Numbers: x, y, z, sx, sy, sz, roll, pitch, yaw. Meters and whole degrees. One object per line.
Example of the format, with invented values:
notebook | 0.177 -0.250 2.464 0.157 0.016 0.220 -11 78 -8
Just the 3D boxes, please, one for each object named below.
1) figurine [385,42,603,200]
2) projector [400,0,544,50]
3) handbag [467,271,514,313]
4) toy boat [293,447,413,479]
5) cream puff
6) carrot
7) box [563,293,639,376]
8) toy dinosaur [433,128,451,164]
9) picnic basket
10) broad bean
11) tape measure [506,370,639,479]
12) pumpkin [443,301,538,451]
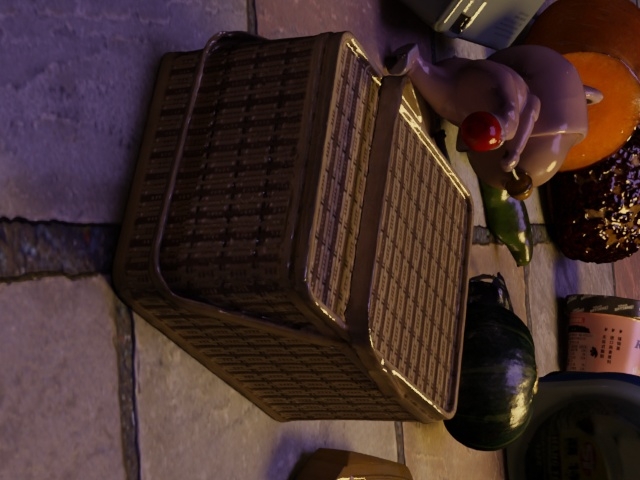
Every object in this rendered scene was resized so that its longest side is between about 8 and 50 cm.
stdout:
figurine | 0.197 -0.138 1.509 0.287 0.176 0.186 4 88 -58
projector | 0.193 -0.321 1.498 0.192 0.099 0.257 -54 162 17
handbag | 0.208 0.083 1.604 0.139 0.072 0.115 -52 129 -60
toy boat | 0.034 0.238 1.228 0.200 0.057 0.077 30 66 -60
cream puff | 0.433 -0.082 1.995 0.239 0.165 0.239 -6 90 -67
carrot | 0.382 -0.248 1.866 0.331 0.214 0.193 -65 142 -52
box | 0.436 0.157 2.001 0.151 0.151 0.135 26 73 -62
toy dinosaur | 0.142 -0.046 1.515 0.080 0.045 0.197 48 36 -43
picnic basket | 0.000 0.000 1.049 0.313 0.175 0.228 47 46 -53
broad bean | 0.232 -0.054 1.704 0.061 0.046 0.195 -58 133 -35
tape measure | 0.368 0.305 1.713 0.138 0.262 0.259 -15 98 -56
pumpkin | 0.180 0.150 1.469 0.167 0.125 0.167 15 90 -82
